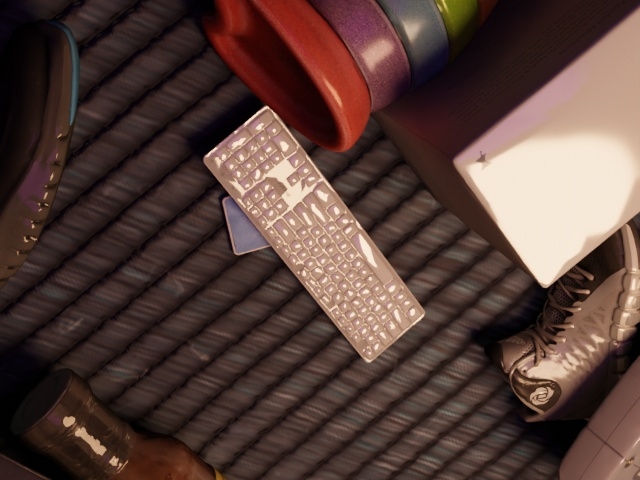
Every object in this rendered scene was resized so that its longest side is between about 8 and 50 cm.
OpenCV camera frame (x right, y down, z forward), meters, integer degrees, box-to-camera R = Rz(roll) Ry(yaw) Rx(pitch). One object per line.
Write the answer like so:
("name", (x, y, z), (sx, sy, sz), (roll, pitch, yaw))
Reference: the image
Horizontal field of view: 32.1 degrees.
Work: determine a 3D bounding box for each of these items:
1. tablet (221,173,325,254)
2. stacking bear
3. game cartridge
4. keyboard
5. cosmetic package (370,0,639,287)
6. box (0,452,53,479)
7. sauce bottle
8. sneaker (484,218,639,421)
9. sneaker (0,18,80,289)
("tablet", (-0.040, -0.022, 0.957), (0.083, 0.006, 0.054), (-16, 111, -11))
("stacking bear", (0.069, -0.217, 0.844), (0.289, 0.175, 0.164), (-42, 85, -12))
("game cartridge", (0.349, 0.137, 1.047), (0.297, 0.062, 0.198), (-51, 140, 5))
("keyboard", (0.000, 0.000, 0.965), (0.072, 0.014, 0.256), (-38, 117, 0))
("cosmetic package", (0.181, -0.114, 0.869), (0.224, 0.224, 0.138), (-39, 113, 1))
("box", (-0.313, 0.306, 0.786), (0.343, 0.179, 0.312), (31, 57, -10))
("sauce bottle", (-0.124, 0.245, 0.971), (0.111, 0.111, 0.344), (-43, 112, 1))
("sneaker", (0.217, 0.074, 1.021), (0.132, 0.086, 0.228), (-6, 111, -11))
("sneaker", (-0.283, -0.016, 0.830), (0.140, 0.125, 0.340), (23, 99, -16))
